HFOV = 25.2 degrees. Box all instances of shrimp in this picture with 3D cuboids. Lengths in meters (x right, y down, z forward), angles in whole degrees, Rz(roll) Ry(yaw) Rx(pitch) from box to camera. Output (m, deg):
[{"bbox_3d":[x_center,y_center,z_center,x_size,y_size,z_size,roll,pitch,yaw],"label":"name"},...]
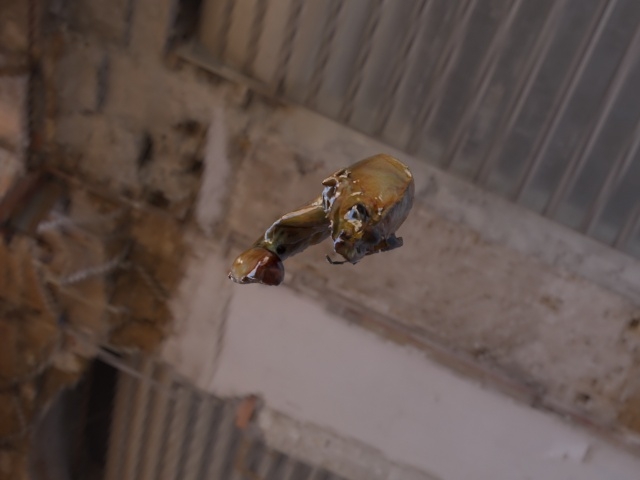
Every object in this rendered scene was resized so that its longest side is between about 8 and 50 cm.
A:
[{"bbox_3d":[-0.004,-0.007,0.635,0.162,0.095,0.045,-59,-46,-80],"label":"shrimp"}]
